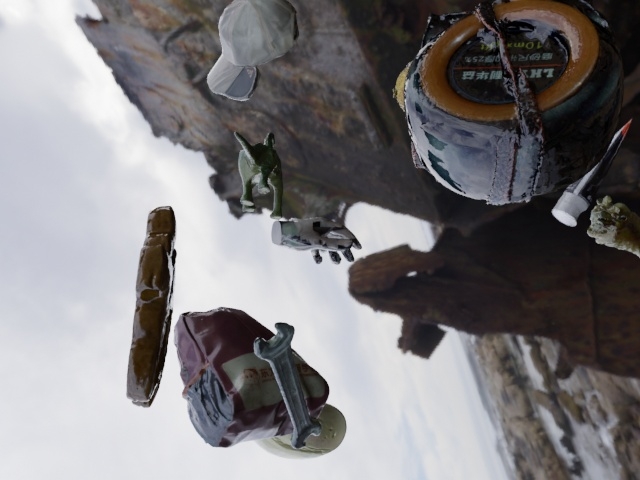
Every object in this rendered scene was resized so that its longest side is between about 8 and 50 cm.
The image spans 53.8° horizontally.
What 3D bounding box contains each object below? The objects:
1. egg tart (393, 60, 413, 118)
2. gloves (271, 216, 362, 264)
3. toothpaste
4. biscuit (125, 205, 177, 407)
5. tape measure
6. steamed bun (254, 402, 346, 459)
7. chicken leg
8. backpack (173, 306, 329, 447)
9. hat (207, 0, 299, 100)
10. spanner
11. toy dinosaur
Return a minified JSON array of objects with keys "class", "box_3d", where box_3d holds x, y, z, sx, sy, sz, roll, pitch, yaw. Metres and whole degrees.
[{"class":"egg tart","box_3d":[0.182,-0.286,1.205,0.130,0.052,0.130,13,105,59]},{"class":"gloves","box_3d":[-0.002,-0.007,1.500,0.127,0.212,0.110,130,136,-58]},{"class":"toothpaste","box_3d":[0.451,-0.114,1.033,0.045,0.193,0.071,35,172,12]},{"class":"biscuit","box_3d":[-0.222,0.106,0.852,0.301,0.043,0.278,113,158,-57]},{"class":"tape measure","box_3d":[0.185,-0.140,0.619,0.135,0.202,0.222,63,-143,-50]},{"class":"steamed bun","box_3d":[-0.069,0.458,1.552,0.200,0.250,0.154,137,146,-72]},{"class":"chicken leg","box_3d":[0.745,-0.002,1.362,0.153,0.430,0.201,146,135,-63]},{"class":"backpack","box_3d":[-0.175,0.264,1.282,0.283,0.197,0.317,9,-153,-48]},{"class":"hat","box_3d":[-0.174,-0.458,1.455,0.161,0.275,0.231,38,-136,-22]},{"class":"spanner","box_3d":[-0.046,0.238,1.008,0.017,0.071,0.301,40,153,44]},{"class":"toy dinosaur","box_3d":[-0.122,-0.207,1.347,0.447,0.087,0.300,86,-175,-68]}]
